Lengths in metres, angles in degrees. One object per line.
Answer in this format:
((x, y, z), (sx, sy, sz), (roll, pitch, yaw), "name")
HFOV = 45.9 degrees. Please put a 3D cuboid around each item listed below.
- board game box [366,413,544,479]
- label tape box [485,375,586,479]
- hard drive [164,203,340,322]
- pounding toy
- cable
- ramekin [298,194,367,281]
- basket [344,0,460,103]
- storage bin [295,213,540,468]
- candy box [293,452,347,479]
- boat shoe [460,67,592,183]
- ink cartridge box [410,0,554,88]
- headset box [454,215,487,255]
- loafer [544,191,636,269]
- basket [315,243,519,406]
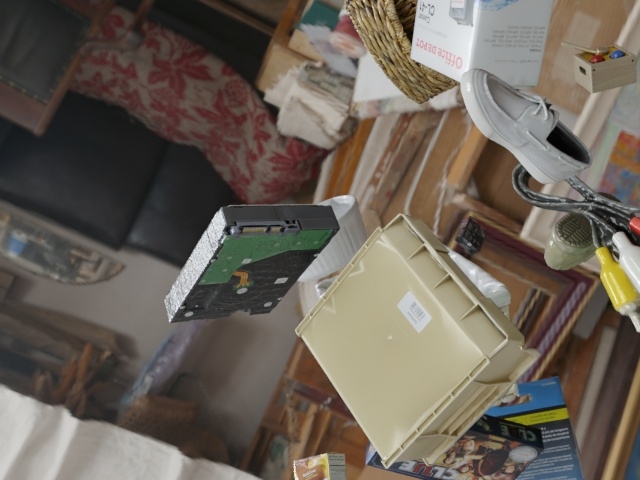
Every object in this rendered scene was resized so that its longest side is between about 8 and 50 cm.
((0.217, 0.341, 1.247), (0.243, 0.042, 0.165), (16, 130, -9), "board game box")
((0.489, 0.515, 1.788), (0.241, 0.333, 0.106), (-15, 143, 19), "label tape box")
((-0.141, 0.047, 1.464), (0.237, 0.064, 0.339), (-3, 150, -33), "hard drive")
((0.683, -0.440, 1.864), (0.130, 0.141, 0.100), (-14, 119, 2), "pounding toy")
((0.353, -0.032, 0.935), (0.072, 0.139, 0.287), (14, -147, -50), "cable")
((0.000, 0.000, 1.989), (0.273, 0.273, 0.127), (-2, 121, 59), "ramekin")
((0.226, -0.466, 1.595), (0.223, 0.213, 0.299), (-21, 120, 38), "basket")
((0.132, 0.141, 1.087), (0.123, 0.260, 0.262), (11, -146, -48), "storage bin")
((0.004, 0.527, 1.510), (0.053, 0.186, 0.109), (15, 149, -39), "candy box")
((0.217, -0.120, 0.782), (0.063, 0.066, 0.184), (-19, 132, 42), "boat shoe")
((0.252, -0.406, 1.153), (0.131, 0.306, 0.226), (-1, -156, -18), "ink cartridge box")
((0.374, -0.015, 1.872), (0.062, 0.083, 0.032), (40, 139, -14), "headset box")
((0.507, -0.017, 1.447), (0.102, 0.269, 0.092), (52, 137, 23), "loafer")
((0.203, 0.206, 1.624), (0.328, 0.266, 0.331), (-17, -158, -11), "basket")
